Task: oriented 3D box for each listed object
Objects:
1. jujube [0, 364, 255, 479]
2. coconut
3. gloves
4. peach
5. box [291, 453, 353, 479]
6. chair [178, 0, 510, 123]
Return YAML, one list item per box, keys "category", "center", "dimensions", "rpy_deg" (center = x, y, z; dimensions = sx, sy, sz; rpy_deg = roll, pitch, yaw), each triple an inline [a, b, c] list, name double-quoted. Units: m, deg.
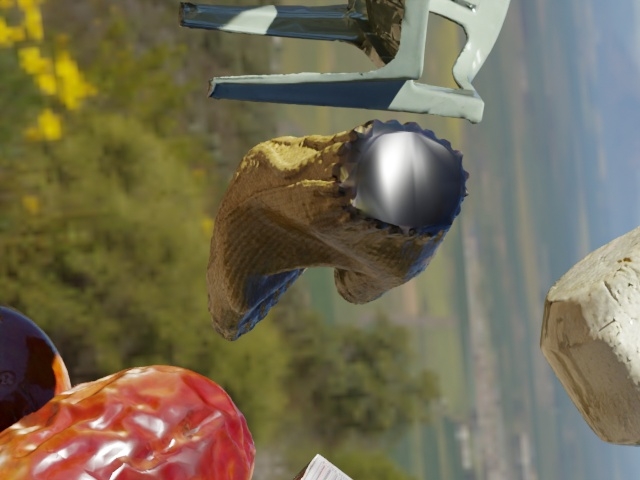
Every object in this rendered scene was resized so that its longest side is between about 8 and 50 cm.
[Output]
- category: "jujube"
  center: [-0.162, 0.193, 1.427]
  dimensions: [0.250, 0.174, 0.174]
  rpy_deg: [-34, 124, -42]
- category: "coconut"
  center: [0.255, 0.079, 1.421]
  dimensions: [0.162, 0.161, 0.161]
  rpy_deg: [53, 16, -8]
- category: "gloves"
  center: [0.002, -0.017, 1.778]
  dimensions: [0.356, 0.203, 0.155]
  rpy_deg: [-39, -129, 52]
- category: "peach"
  center: [-0.301, 0.159, 1.647]
  dimensions: [0.197, 0.197, 0.197]
  rpy_deg: [-5, 90, -80]
- category: "box"
  center: [0.064, 0.282, 1.735]
  dimensions: [0.055, 0.218, 0.039]
  rpy_deg: [-47, -174, 45]
- category: "chair"
  center: [0.046, -0.203, 1.364]
  dimensions: [0.190, 0.275, 0.203]
  rpy_deg: [-128, -134, -67]
